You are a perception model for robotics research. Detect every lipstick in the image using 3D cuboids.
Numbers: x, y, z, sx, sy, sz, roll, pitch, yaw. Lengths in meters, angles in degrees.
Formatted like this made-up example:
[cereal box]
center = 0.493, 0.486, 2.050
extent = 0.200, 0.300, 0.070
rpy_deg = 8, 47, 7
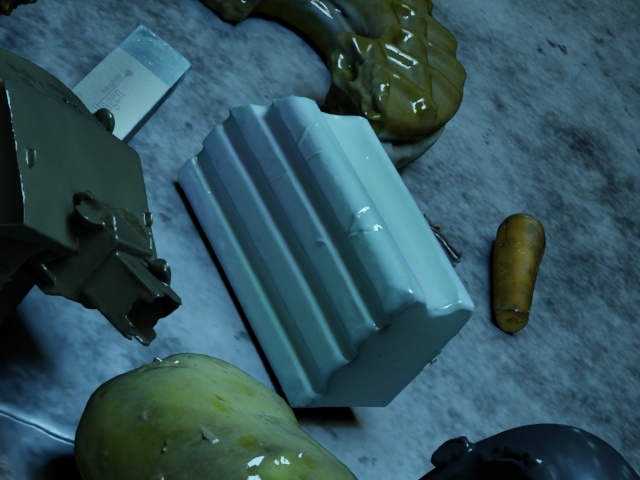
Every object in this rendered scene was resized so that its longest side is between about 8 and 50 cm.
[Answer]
[lipstick]
center = -0.207, -0.096, 1.738
extent = 0.066, 0.068, 0.317
rpy_deg = 39, 31, -4

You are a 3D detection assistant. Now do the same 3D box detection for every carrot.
[carrot]
center = 0.203, 0.033, 2.045
extent = 0.055, 0.055, 0.161
rpy_deg = 33, 39, -14

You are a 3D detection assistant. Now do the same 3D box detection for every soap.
[soap]
center = 0.000, 0.000, 1.741
extent = 0.095, 0.173, 0.289
rpy_deg = 8, 43, -44

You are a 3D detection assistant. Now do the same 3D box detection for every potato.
[potato]
center = -0.058, 0.191, 1.435
extent = 0.296, 0.141, 0.192
rpy_deg = 33, 14, 32

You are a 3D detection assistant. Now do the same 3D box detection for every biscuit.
[biscuit]
center = 0.011, -0.239, 2.117
extent = 0.366, 0.115, 0.268
rpy_deg = 50, 32, 12

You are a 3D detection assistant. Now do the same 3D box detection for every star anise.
[star anise]
center = 0.088, 0.004, 1.941
extent = 0.124, 0.056, 0.129
rpy_deg = 22, 21, -25

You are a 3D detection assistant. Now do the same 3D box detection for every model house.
[model house]
center = -0.214, 0.003, 1.450
extent = 0.243, 0.204, 0.211
rpy_deg = 42, 5, 25

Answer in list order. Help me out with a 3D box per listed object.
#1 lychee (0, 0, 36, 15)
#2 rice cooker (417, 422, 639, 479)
[lychee]
center = -0.323, -0.327, 1.698
extent = 0.267, 0.267, 0.267
rpy_deg = 28, 33, -20
[rice cooker]
center = 0.166, 0.276, 1.481
extent = 0.224, 0.267, 0.267
rpy_deg = 44, 25, -34
